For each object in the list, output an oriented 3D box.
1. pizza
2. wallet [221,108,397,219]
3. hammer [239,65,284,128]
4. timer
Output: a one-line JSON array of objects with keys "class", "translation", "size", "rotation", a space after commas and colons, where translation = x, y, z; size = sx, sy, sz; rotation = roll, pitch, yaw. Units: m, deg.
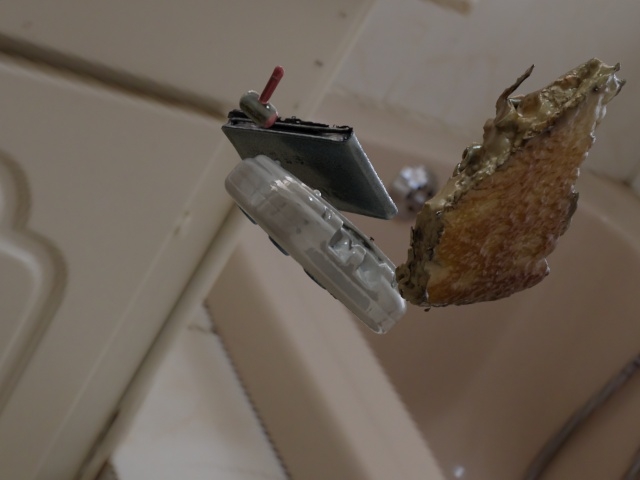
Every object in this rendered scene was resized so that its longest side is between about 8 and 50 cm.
[{"class": "pizza", "translation": [0.122, -0.036, 1.000], "size": [0.147, 0.226, 0.069], "rotation": [-21, 55, -20]}, {"class": "wallet", "translation": [-0.017, -0.098, 1.914], "size": [0.222, 0.036, 0.167], "rotation": [13, -32, 37]}, {"class": "hammer", "translation": [-0.064, -0.178, 1.744], "size": [0.052, 0.083, 0.031], "rotation": [39, 36, 8]}, {"class": "timer", "translation": [0.000, 0.000, 1.824], "size": [0.262, 0.087, 0.237], "rotation": [44, -2, -25]}]
